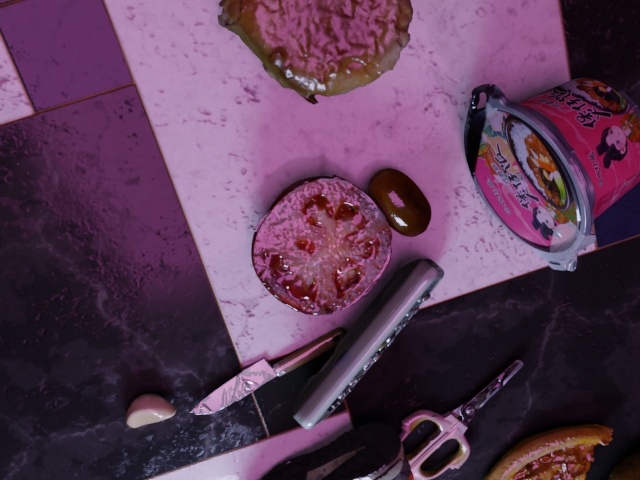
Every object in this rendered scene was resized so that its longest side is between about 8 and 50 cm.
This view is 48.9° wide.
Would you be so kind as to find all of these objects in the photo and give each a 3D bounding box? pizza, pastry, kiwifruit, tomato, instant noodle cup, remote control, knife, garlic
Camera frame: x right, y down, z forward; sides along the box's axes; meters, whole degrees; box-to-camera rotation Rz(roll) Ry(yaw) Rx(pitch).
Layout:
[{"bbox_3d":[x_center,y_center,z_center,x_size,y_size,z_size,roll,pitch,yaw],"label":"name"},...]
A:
[{"bbox_3d":[0.431,0.425,1.336,0.271,0.056,0.134,-15,102,-3],"label":"pizza"},{"bbox_3d":[0.001,-0.325,0.974,0.257,0.121,0.236,43,93,-18],"label":"pastry"},{"bbox_3d":[0.126,-0.060,1.110,0.075,0.075,0.124,-39,107,5],"label":"kiwifruit"},{"bbox_3d":[-0.001,0.001,1.102,0.225,0.085,0.224,-3,106,-10],"label":"tomato"},{"bbox_3d":[0.365,-0.128,1.052,0.182,0.258,0.302,-30,112,-15],"label":"instant noodle cup"},{"bbox_3d":[0.076,0.165,1.156,0.066,0.128,0.335,40,99,13],"label":"remote control"},{"bbox_3d":[-0.090,0.221,1.197,0.298,0.017,0.047,-30,110,1],"label":"knife"},{"bbox_3d":[-0.289,0.283,1.175,0.083,0.041,0.053,-22,124,7],"label":"garlic"}]

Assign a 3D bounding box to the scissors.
[{"bbox_3d":[0.252,0.327,1.288,0.160,0.024,0.317,42,98,-19],"label":"scissors"}]

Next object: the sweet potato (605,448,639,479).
[{"bbox_3d":[0.596,0.525,1.354,0.158,0.158,0.369,22,93,-16],"label":"sweet potato"}]

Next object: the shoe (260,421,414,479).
[{"bbox_3d":[0.022,0.462,1.253,0.337,0.132,0.171,-32,125,6],"label":"shoe"}]
